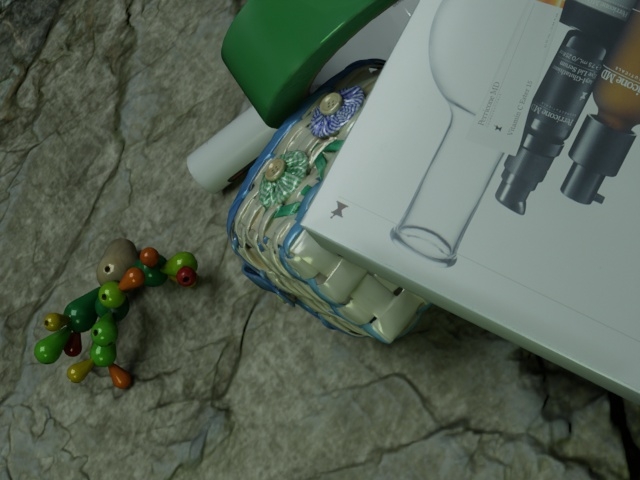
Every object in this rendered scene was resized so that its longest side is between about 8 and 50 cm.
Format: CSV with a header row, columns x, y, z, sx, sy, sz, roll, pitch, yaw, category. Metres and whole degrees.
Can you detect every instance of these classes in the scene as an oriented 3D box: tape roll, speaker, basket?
x,y,z,sx,sy,sz,roll,pitch,yaw,category
0.063,-0.224,1.201,0.321,0.321,0.077,-37,82,21,tape roll
-0.082,-0.109,1.450,0.136,0.055,0.055,-35,46,22,speaker
0.041,-0.043,1.196,0.255,0.201,0.289,-51,12,-3,basket

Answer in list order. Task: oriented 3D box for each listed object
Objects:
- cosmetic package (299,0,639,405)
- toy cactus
x,y,z,sx,sy,sz,roll,pitch,yaw,category
0.217,-0.046,0.965,0.377,0.097,0.284,26,86,15,cosmetic package
-0.217,0.062,1.461,0.219,0.112,0.180,-41,25,20,toy cactus
